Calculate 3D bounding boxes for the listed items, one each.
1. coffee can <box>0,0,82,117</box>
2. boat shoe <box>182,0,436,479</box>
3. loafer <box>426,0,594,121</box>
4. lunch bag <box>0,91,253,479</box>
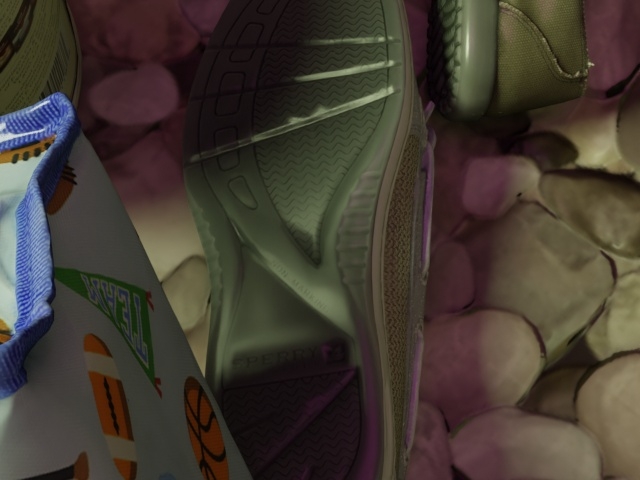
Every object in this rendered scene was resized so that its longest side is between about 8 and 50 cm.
[{"bbox_3d":[-0.224,-0.122,0.846,0.202,0.275,0.201,0,75,-2],"label":"coffee can"},{"bbox_3d":[0.002,0.001,0.921,0.118,0.103,0.320,-8,69,16],"label":"boat shoe"},{"bbox_3d":[0.109,-0.180,0.973,0.087,0.094,0.251,7,80,-12],"label":"loafer"},{"bbox_3d":[-0.221,0.174,0.728,0.386,0.239,0.327,-16,118,9],"label":"lunch bag"}]
